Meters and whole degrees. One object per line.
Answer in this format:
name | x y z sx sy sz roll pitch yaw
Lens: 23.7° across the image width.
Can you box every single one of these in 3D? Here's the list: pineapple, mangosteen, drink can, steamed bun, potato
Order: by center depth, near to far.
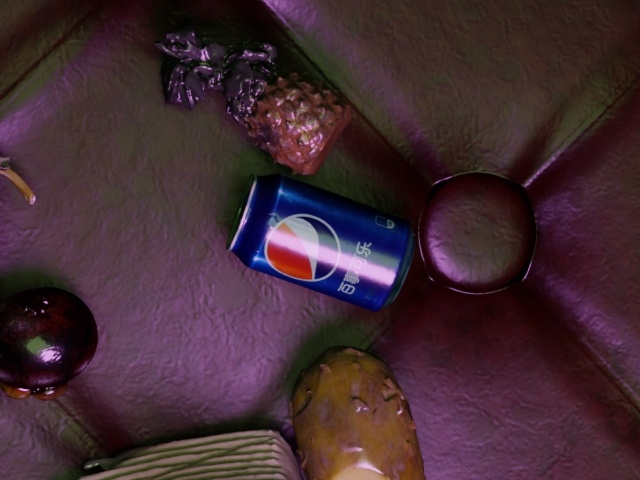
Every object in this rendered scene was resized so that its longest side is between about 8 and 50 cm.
steamed bun | -0.129 0.384 1.686 0.290 0.273 0.272 -20 109 -5
mangosteen | -0.314 0.122 1.708 0.140 0.140 0.140 0 90 -9
potato | 0.053 0.264 1.728 0.141 0.176 0.298 -17 88 17
pineapple | -0.085 -0.171 1.747 0.237 0.111 0.119 33 53 1
drink can | 0.000 0.000 1.750 0.204 0.118 0.118 19 87 -7

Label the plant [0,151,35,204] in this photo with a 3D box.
plant | -0.373 -0.084 1.701 0.121 0.104 0.117 13 71 -15
